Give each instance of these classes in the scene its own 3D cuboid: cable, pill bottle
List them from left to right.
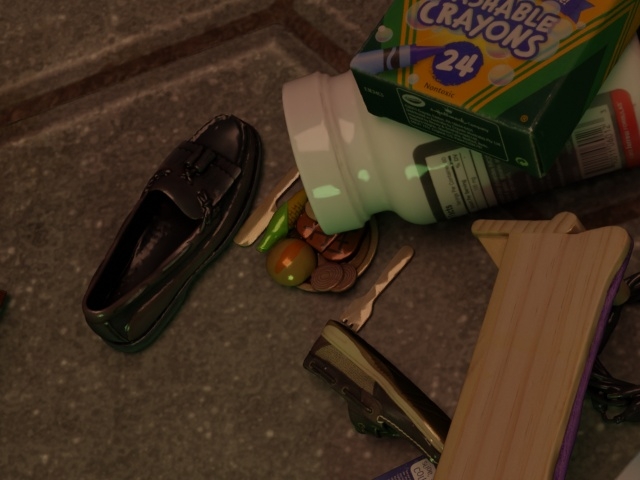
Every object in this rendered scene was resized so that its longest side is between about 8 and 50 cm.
[{"bbox_3d":[0.156,-0.136,1.665,0.363,0.210,0.210,-15,66,8],"label":"pill bottle"},{"bbox_3d":[0.346,0.099,1.620,0.184,0.047,0.150,-26,60,10],"label":"cable"}]

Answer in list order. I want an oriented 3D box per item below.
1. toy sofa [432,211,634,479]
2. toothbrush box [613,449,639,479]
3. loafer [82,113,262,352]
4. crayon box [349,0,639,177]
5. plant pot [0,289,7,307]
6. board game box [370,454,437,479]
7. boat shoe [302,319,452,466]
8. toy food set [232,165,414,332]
[{"bbox_3d":[0.204,0.161,1.511,0.177,0.150,0.362,0,59,36],"label":"toy sofa"},{"bbox_3d":[0.355,0.293,1.417,0.216,0.126,0.295,27,49,28],"label":"toothbrush box"},{"bbox_3d":[-0.165,-0.018,1.780,0.109,0.095,0.302,25,79,26],"label":"loafer"},{"bbox_3d":[0.201,-0.237,1.535,0.203,0.083,0.323,23,68,29],"label":"crayon box"},{"bbox_3d":[-0.551,0.125,1.765,0.267,0.267,0.235,13,86,20],"label":"plant pot"},{"bbox_3d":[0.094,0.325,1.586,0.136,0.035,0.201,-26,53,5],"label":"board game box"},{"bbox_3d":[0.062,0.171,1.651,0.073,0.080,0.223,-52,52,8],"label":"boat shoe"},{"bbox_3d":[0.000,0.000,1.757,0.192,0.038,0.132,35,82,25],"label":"toy food set"}]
